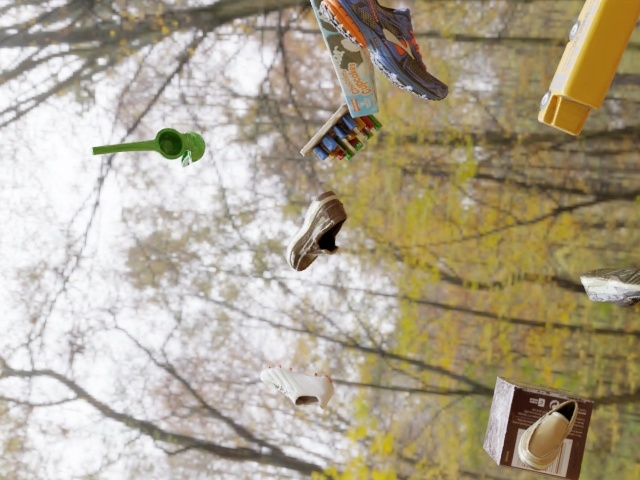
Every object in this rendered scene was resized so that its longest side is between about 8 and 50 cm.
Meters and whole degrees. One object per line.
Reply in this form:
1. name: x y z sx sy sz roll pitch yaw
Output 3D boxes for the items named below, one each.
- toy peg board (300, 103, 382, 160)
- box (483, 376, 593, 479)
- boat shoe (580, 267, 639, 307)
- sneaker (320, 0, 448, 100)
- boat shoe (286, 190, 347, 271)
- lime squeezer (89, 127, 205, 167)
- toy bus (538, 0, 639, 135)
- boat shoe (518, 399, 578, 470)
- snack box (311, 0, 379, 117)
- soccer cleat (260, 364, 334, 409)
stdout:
1. toy peg board: 0.061 -0.247 2.182 0.161 0.079 0.160 -46 -6 30
2. box: 0.448 0.387 1.945 0.203 0.168 0.167 71 -150 -87
3. boat shoe: 0.637 0.102 1.936 0.080 0.223 0.073 -26 -76 -26
4. sneaker: 0.104 -0.276 1.290 0.221 0.087 0.083 40 -174 -22
5. boat shoe: -0.006 0.003 2.188 0.095 0.095 0.257 -25 -26 -34
6. lime squeezer: -0.267 -0.163 1.611 0.310 0.110 0.059 -4 -85 -70
7. toy bus: 0.633 -0.418 2.201 0.130 0.108 0.332 -119 50 -80
8. boat shoe: 0.404 0.331 1.638 0.190 0.068 0.072 -33 -27 -55
9. snack box: 0.042 -0.399 1.711 0.322 0.060 0.187 65 -162 -54
10. soccer cleat: -0.061 0.328 2.086 0.068 0.196 0.076 52 -128 -46
